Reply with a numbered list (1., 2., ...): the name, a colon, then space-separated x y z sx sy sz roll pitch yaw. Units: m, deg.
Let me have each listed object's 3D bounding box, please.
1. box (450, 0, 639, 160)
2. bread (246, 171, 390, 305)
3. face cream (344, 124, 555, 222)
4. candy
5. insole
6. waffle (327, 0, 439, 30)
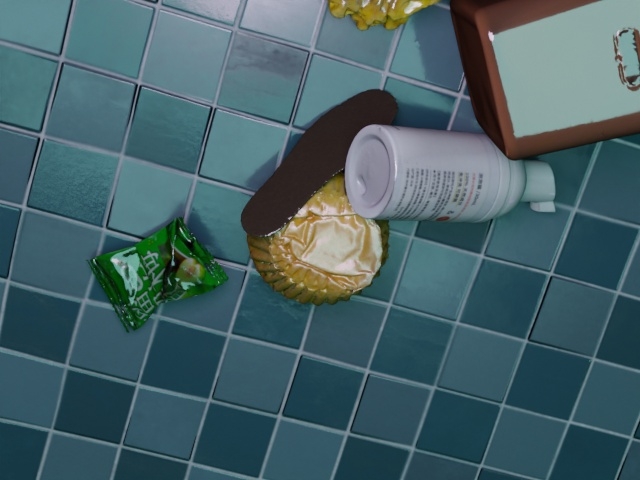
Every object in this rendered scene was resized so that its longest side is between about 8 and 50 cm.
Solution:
1. box: 0.338 -0.271 1.624 0.230 0.339 0.239 -15 107 4
2. bread: -0.002 -0.001 1.778 0.240 0.139 0.239 0 104 -1
3. face cream: 0.229 -0.100 1.738 0.370 0.145 0.145 0 108 -32
4. candy: -0.266 0.054 1.811 0.203 0.078 0.141 -24 95 15
5. insole: -0.004 -0.126 1.734 0.328 0.111 0.007 -46 148 -15
6. waffle: 0.119 -0.473 1.647 0.324 0.151 0.261 -38 110 11
